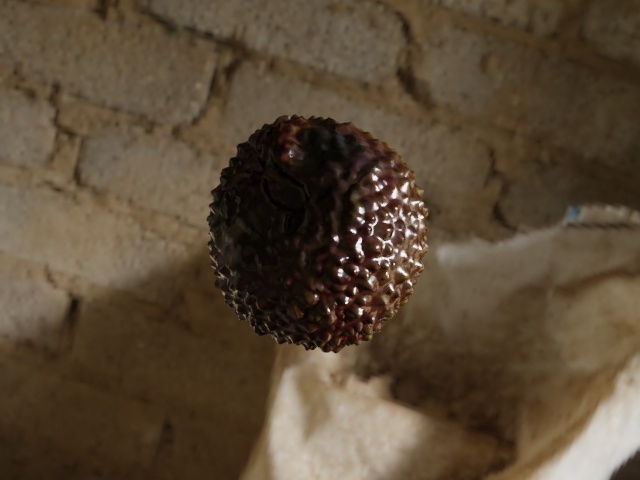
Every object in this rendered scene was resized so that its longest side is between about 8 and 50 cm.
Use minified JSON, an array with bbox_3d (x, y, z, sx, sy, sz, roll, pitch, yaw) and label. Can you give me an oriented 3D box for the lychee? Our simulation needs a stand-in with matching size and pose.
[{"bbox_3d":[0.000,0.000,1.178,0.188,0.188,0.188,13,28,-7],"label":"lychee"}]
